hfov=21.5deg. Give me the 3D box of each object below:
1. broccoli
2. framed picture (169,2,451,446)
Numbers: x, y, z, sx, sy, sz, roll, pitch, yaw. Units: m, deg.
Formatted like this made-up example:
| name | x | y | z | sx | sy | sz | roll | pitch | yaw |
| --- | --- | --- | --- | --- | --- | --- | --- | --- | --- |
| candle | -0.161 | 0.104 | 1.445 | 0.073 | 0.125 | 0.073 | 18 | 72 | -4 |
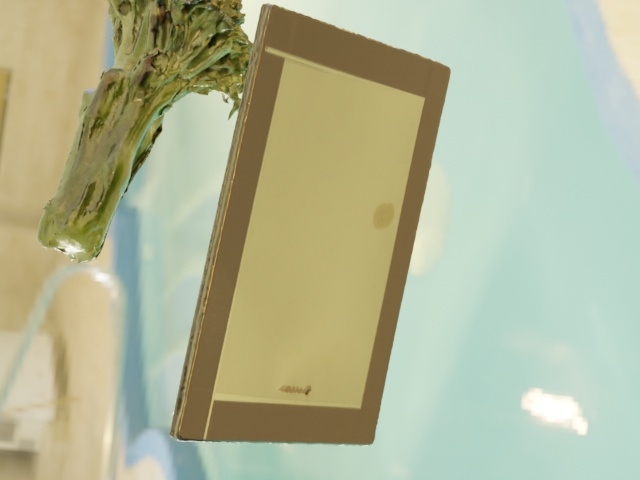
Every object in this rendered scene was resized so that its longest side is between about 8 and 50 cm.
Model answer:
| name | x | y | z | sx | sy | sz | roll | pitch | yaw |
| --- | --- | --- | --- | --- | --- | --- | --- | --- | --- |
| broccoli | -0.177 | -0.119 | 1.557 | 0.145 | 0.165 | 0.304 | 48 | -119 | -55 |
| framed picture | 0.000 | 0.000 | 1.385 | 0.016 | 0.265 | 0.347 | 12 | 92 | 37 |
